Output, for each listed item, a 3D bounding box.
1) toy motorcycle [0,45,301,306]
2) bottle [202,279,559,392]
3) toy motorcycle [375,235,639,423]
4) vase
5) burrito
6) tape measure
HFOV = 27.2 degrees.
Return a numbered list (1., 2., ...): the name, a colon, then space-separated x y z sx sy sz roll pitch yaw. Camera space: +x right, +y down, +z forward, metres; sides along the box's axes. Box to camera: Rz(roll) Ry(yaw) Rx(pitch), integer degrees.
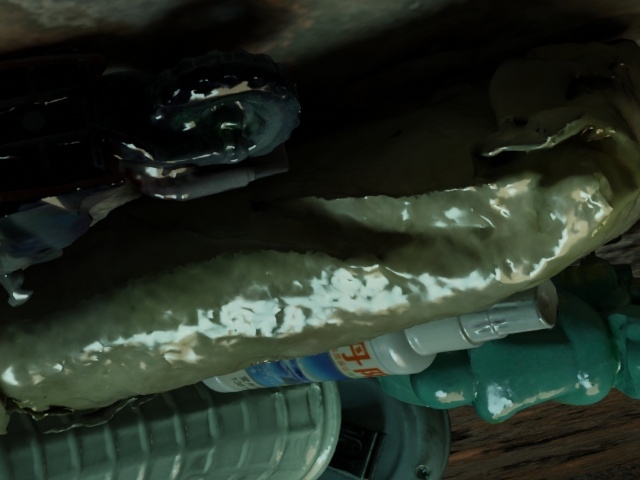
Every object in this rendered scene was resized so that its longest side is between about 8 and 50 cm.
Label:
1. toy motorcycle: -0.112 -0.027 0.568 0.213 0.082 0.122 -11 162 -3
2. bottle: 0.025 0.045 0.714 0.217 0.060 0.060 -12 167 36
3. toy motorcycle: 0.142 0.059 0.906 0.297 0.109 0.198 -3 -165 25
4. vase: -0.133 0.128 0.887 0.143 0.143 0.299 -27 166 37
5. burrito: 0.001 -0.002 0.645 0.348 0.107 0.175 -21 -172 13
6. tape measure: -0.002 0.233 1.016 0.164 0.330 0.084 11 172 27
